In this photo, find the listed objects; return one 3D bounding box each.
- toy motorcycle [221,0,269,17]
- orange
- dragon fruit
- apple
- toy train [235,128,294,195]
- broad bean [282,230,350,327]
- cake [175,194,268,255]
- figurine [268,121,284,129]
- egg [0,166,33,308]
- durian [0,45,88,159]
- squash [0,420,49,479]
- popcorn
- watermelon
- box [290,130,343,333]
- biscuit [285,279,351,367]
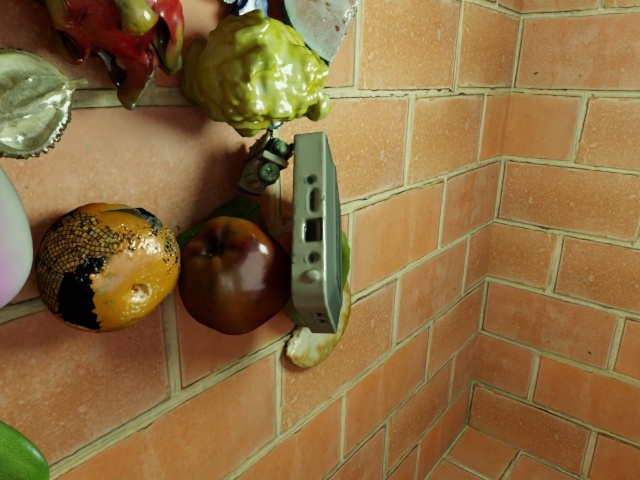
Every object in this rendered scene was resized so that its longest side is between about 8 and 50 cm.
[{"bbox_3d":[-0.144,-0.472,1.010,0.205,0.076,0.114,52,54,-48],"label":"toy motorcycle"},{"bbox_3d":[-0.356,0.048,0.833,0.234,0.182,0.234,-41,145,-37],"label":"orange"},{"bbox_3d":[-0.306,-0.369,0.714,0.228,0.307,0.243,-32,85,-25],"label":"dragon fruit"},{"bbox_3d":[-0.171,0.071,0.959,0.234,0.234,0.233,-23,120,-47],"label":"apple"},{"bbox_3d":[-0.120,-0.161,1.052,0.081,0.194,0.125,24,82,-20],"label":"toy train"},{"bbox_3d":[-0.011,0.095,1.340,0.238,0.119,0.290,28,78,-50],"label":"broad bean"},{"bbox_3d":[-0.220,0.001,1.053,0.235,0.099,0.100,-40,130,-36],"label":"cake"},{"bbox_3d":[-0.120,-0.292,1.091,0.082,0.094,0.086,-17,157,-9],"label":"figurine"},{"bbox_3d":[-0.486,-0.024,0.621,0.196,0.196,0.271,-26,104,-46],"label":"egg"},{"bbox_3d":[-0.429,-0.196,0.709,0.188,0.091,0.148,-38,111,-27],"label":"durian"},{"bbox_3d":[-0.543,0.306,0.732,0.107,0.107,0.395,-51,137,-28],"label":"squash"},{"bbox_3d":[-0.115,-0.308,0.935,0.250,0.242,0.234,3,119,-40],"label":"popcorn"},{"bbox_3d":[-0.007,-0.553,1.121,0.321,0.188,0.175,-67,-172,-22],"label":"watermelon"},{"bbox_3d":[0.000,0.000,1.071,0.373,0.091,0.366,77,11,-70],"label":"box"},{"bbox_3d":[0.009,0.261,1.495,0.308,0.040,0.204,-56,139,-23],"label":"biscuit"}]
